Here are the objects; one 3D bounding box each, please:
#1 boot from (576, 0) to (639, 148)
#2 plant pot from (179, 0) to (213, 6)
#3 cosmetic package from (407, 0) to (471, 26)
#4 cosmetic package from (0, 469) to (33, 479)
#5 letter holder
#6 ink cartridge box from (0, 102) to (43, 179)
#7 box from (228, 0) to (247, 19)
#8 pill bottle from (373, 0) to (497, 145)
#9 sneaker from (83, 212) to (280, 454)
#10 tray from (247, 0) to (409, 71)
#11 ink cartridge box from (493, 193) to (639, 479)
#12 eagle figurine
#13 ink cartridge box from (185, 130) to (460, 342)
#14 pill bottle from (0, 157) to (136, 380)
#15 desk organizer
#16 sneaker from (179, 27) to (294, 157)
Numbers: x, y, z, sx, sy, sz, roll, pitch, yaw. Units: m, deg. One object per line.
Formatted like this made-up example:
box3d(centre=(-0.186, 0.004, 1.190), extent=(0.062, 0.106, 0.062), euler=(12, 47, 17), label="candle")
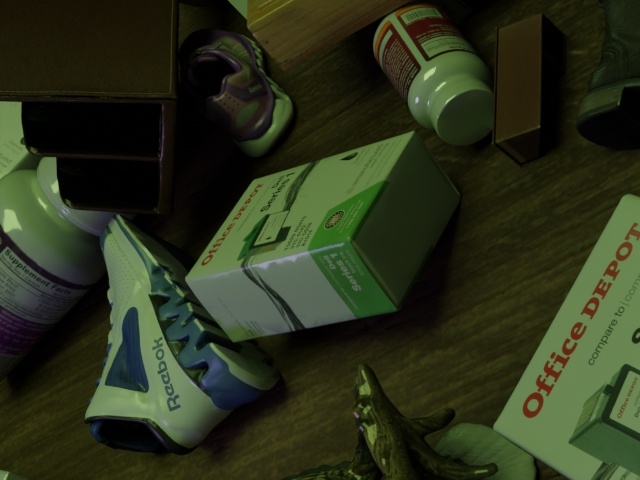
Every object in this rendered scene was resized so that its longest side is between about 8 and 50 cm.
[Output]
box3d(centre=(0.315, -0.205, 1.149), extent=(0.263, 0.091, 0.229), euler=(-9, 60, 46), label="boot")
box3d(centre=(-0.143, -0.436, 1.695), extent=(0.274, 0.256, 0.256), euler=(-64, 36, 20), label="plant pot")
box3d(centre=(0.103, -0.262, 1.440), extent=(0.041, 0.060, 0.115), euler=(-47, 42, 13), label="cosmetic package")
box3d(centre=(-0.410, 0.346, 1.527), extent=(0.365, 0.155, 0.197), euler=(-4, 61, 47), label="cosmetic package")
box3d(centre=(-0.268, -0.179, 1.566), extent=(0.302, 0.214, 0.152), euler=(-98, 12, -53), label="letter holder")
box3d(centre=(-0.369, -0.160, 1.778), extent=(0.158, 0.092, 0.218), euler=(31, 71, 27), label="ink cartridge box")
box3d(centre=(-0.046, -0.346, 1.590), extent=(0.186, 0.145, 0.038), euler=(-42, 8, 21), label="box")
box3d(centre=(0.113, -0.159, 1.340), extent=(0.086, 0.086, 0.152), euler=(-45, 40, 17), label="pill bottle")
box3d(centre=(-0.185, 0.115, 1.453), extent=(0.182, 0.127, 0.315), euler=(-50, 41, 8), label="sneaker")
box3d(centre=(0.112, -0.344, 1.388), extent=(0.411, 0.076, 0.203), euler=(-27, 37, 20), label="tray")
box3d(centre=(0.287, 0.116, 0.948), extent=(0.289, 0.121, 0.211), euler=(28, 87, 52), label="ink cartridge box")
box3d(centre=(0.011, 0.243, 1.151), extent=(0.226, 0.225, 0.298), euler=(-41, -18, -46), label="eagle figurine")
box3d(centre=(0.000, 0.000, 1.317), extent=(0.219, 0.092, 0.160), euler=(-14, 33, 41), label="ink cartridge box")
box3d(centre=(-0.357, 0.023, 1.663), extent=(0.301, 0.169, 0.169), euler=(-45, 41, 17), label="pill bottle")
box3d(centre=(0.192, -0.140, 1.275), extent=(0.050, 0.047, 0.130), euler=(-18, 54, 37), label="desk organizer")
box3d(centre=(-0.118, -0.191, 1.597), extent=(0.095, 0.104, 0.236), euler=(-51, 38, 12), label="sneaker")
